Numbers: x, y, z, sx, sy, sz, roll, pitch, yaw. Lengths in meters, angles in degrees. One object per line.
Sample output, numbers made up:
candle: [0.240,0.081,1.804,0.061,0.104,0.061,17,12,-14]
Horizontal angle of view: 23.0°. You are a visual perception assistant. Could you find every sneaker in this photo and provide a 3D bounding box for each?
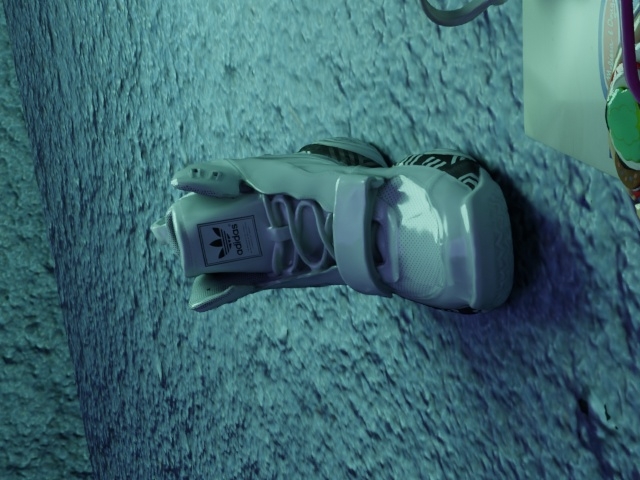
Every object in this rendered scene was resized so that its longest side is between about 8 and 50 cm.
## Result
sneaker: [0.000,0.000,1.312,0.366,0.210,0.137,-157,57,-63]

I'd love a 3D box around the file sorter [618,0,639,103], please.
file sorter: [0.231,-0.107,0.615,0.291,0.182,0.202,-101,3,-70]

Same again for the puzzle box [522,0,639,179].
puzzle box: [0.207,-0.222,0.910,0.272,0.052,0.409,36,135,57]

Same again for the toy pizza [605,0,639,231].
toy pizza: [0.214,-0.051,0.875,0.201,0.032,0.201,167,90,-68]

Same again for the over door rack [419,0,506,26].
over door rack: [0.054,-0.336,1.030,0.239,0.108,0.324,-104,-6,-52]
